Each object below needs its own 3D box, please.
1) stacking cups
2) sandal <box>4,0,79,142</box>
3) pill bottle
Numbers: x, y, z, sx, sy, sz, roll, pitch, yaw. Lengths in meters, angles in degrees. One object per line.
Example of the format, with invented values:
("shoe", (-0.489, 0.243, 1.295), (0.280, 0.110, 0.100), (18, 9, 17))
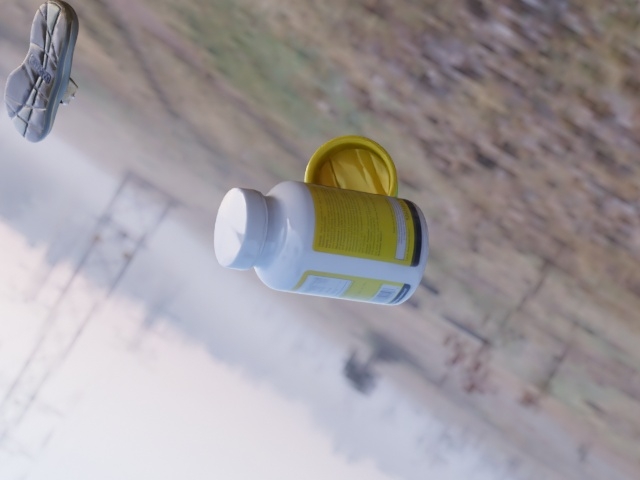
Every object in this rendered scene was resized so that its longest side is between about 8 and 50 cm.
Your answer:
("stacking cups", (0.051, -0.046, 1.983), (0.096, 0.096, 0.316), (31, 179, 9))
("sandal", (-0.263, -0.164, 1.786), (0.049, 0.180, 0.072), (-17, -122, -39))
("pill bottle", (0.000, 0.000, 1.686), (0.184, 0.103, 0.103), (9, -172, -25))
